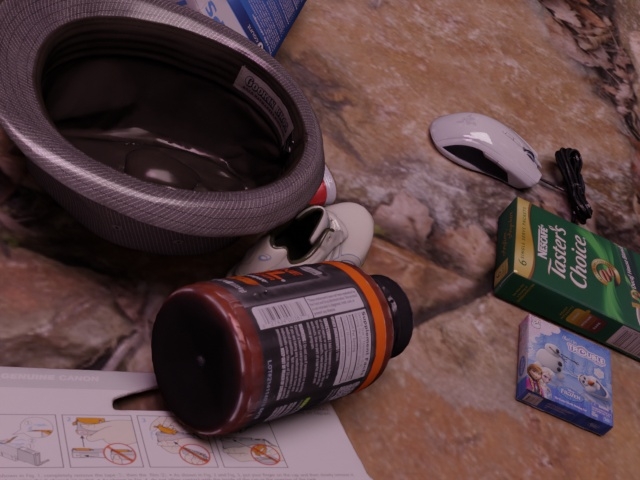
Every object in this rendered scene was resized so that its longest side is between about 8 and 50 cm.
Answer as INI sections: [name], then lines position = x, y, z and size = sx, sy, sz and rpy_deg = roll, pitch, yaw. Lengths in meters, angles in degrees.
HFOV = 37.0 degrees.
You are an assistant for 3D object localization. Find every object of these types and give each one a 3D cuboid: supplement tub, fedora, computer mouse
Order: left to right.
[fedora]
position = -0.138, -0.078, 0.768
size = 0.275, 0.124, 0.244
rpy_deg = 11, 48, -22
[supplement tub]
position = -0.019, 0.071, 0.704
size = 0.197, 0.106, 0.106
rpy_deg = -8, 56, -46
[computer mouse]
position = 0.210, -0.092, 1.036
size = 0.193, 0.042, 0.106
rpy_deg = 22, 46, -11

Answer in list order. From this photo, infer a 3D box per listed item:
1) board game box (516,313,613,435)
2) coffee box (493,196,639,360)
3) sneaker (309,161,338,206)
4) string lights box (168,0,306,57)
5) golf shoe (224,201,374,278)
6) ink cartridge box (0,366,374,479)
[board game box]
position = 0.223, 0.121, 0.873
size = 0.090, 0.020, 0.090
rpy_deg = 24, 43, -9
[coffee box]
position = 0.261, 0.039, 0.951
size = 0.184, 0.040, 0.113
rpy_deg = 25, 45, -8
[sneaker]
position = -0.039, -0.076, 0.882
size = 0.067, 0.042, 0.118
rpy_deg = -12, 55, -32
[string lights box]
position = -0.086, -0.255, 0.941
size = 0.133, 0.076, 0.260
rpy_deg = 61, 33, -31
[golf shoe]
position = 0.000, 0.000, 0.807
size = 0.069, 0.086, 0.176
rpy_deg = 42, 43, 12
[ink cartridge box]
position = -0.090, 0.178, 0.623
size = 0.275, 0.060, 0.239
rpy_deg = 6, 25, -25
